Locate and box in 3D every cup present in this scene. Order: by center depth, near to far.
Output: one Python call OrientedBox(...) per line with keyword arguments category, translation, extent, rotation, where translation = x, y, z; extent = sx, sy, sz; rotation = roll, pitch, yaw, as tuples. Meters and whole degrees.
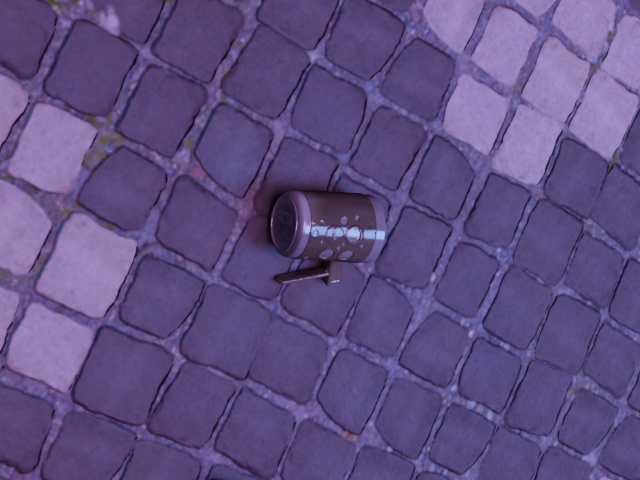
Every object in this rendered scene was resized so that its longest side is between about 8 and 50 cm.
OrientedBox(category="cup", translation=(-0.001, -0.007, 1.390), extent=(0.099, 0.102, 0.074), rotation=(4, 57, -29))

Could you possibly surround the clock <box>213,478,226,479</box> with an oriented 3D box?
OrientedBox(category="clock", translation=(-0.072, 0.316, 1.403), extent=(0.147, 0.045, 0.108), rotation=(29, 84, -31))
